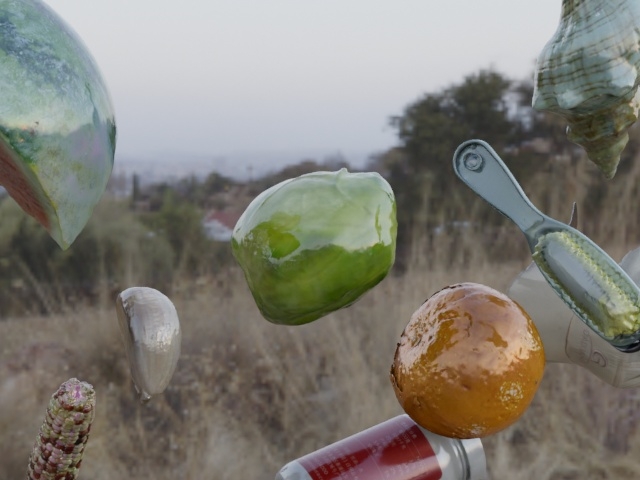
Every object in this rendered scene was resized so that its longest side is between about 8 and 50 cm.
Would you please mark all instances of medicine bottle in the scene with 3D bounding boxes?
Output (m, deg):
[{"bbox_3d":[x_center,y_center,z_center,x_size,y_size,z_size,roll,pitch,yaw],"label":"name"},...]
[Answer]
[{"bbox_3d":[0.075,0.300,1.376,0.250,0.131,0.131,-20,11,-21],"label":"medicine bottle"}]

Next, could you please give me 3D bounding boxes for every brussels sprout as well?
[{"bbox_3d":[0.000,0.000,1.271,0.223,0.161,0.223,-36,19,14],"label":"brussels sprout"}]

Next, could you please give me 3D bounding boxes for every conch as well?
[{"bbox_3d":[0.397,-0.258,1.554,0.203,0.386,0.169,-7,40,11],"label":"conch"}]

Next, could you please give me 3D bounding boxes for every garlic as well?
[{"bbox_3d":[-0.266,0.148,1.712,0.087,0.195,0.101,-1,-28,-33],"label":"garlic"}]

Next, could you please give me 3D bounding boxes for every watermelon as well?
[{"bbox_3d":[-0.295,-0.141,1.077,0.260,0.176,0.256,36,21,7],"label":"watermelon"}]

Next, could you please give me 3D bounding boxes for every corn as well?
[{"bbox_3d":[-0.443,0.349,1.887,0.092,0.280,0.092,16,40,-13],"label":"corn"}]

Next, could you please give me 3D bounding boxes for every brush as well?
[{"bbox_3d":[0.234,0.000,1.148,0.297,0.068,0.060,49,19,23],"label":"brush"}]

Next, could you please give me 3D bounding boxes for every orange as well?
[{"bbox_3d":[0.181,0.147,1.315,0.161,0.193,0.193,35,-11,-22],"label":"orange"}]

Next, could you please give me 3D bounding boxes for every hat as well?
[{"bbox_3d":[0.354,0.125,1.444,0.226,0.219,0.164,-14,40,-14],"label":"hat"}]

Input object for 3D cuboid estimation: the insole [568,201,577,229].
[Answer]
[{"bbox_3d":[0.361,-0.012,1.571,0.002,0.053,0.152,-3,29,20],"label":"insole"}]
